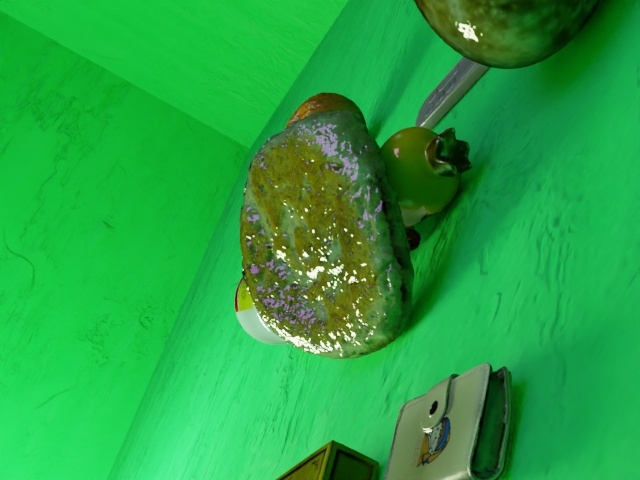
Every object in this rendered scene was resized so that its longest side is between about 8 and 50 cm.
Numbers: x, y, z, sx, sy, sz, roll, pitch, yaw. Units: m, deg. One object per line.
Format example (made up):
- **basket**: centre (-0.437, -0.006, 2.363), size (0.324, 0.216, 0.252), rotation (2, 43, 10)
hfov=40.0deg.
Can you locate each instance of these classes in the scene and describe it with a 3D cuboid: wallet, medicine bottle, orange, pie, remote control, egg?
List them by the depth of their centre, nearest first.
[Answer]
- **wallet**: centre (0.107, 0.172, 0.748), size (0.155, 0.039, 0.110), rotation (-45, 24, 55)
- **egg**: centre (0.204, -0.320, 0.971), size (0.238, 0.238, 0.289), rotation (-45, 29, 54)
- **pie**: centre (0.000, 0.000, 1.095), size (0.323, 0.070, 0.323), rotation (7, 100, 49)
- **remote control**: centre (0.211, -0.244, 1.287), size (0.245, 0.022, 0.077), rotation (-48, 20, 49)
- **medicine bottle**: centre (-0.043, 0.086, 1.318), size (0.139, 0.139, 0.225), rotation (-65, 12, -14)
- **orange**: centre (0.009, -0.196, 1.699), size (0.177, 0.155, 0.177), rotation (-56, 21, 35)

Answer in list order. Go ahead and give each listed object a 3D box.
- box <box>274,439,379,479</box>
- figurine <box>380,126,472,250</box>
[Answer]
- **box**: centre (-0.027, 0.315, 0.927), size (0.220, 0.064, 0.141), rotation (-51, 16, 49)
- **figurine**: centre (0.099, -0.043, 1.116), size (0.234, 0.127, 0.185), rotation (-10, 86, 38)
